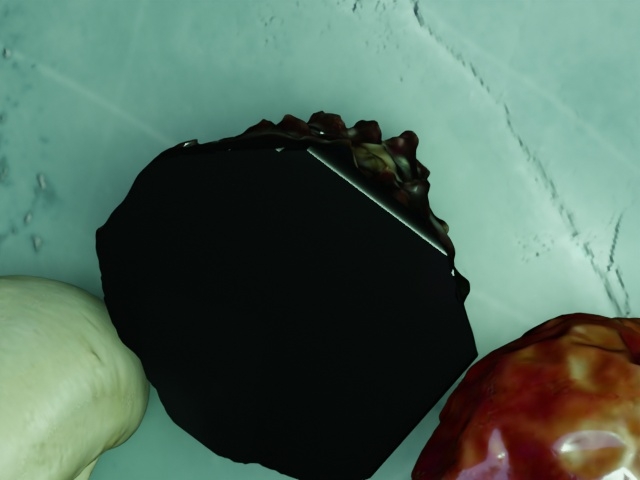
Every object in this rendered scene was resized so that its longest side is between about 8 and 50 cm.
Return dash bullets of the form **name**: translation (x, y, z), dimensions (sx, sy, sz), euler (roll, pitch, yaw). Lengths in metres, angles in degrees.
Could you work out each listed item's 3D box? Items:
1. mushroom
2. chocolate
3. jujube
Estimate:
- **mushroom**: translation (-0.206, 0.181, 1.162), dimensions (0.292, 0.292, 0.290), euler (-36, 95, 22)
- **chocolate**: translation (0.000, 0.000, 1.090), dimensions (0.206, 0.177, 0.224), euler (37, 128, 1)
- **jujube**: translation (0.157, 0.145, 0.993), dimensions (0.213, 0.232, 0.213), euler (0, 90, 26)
